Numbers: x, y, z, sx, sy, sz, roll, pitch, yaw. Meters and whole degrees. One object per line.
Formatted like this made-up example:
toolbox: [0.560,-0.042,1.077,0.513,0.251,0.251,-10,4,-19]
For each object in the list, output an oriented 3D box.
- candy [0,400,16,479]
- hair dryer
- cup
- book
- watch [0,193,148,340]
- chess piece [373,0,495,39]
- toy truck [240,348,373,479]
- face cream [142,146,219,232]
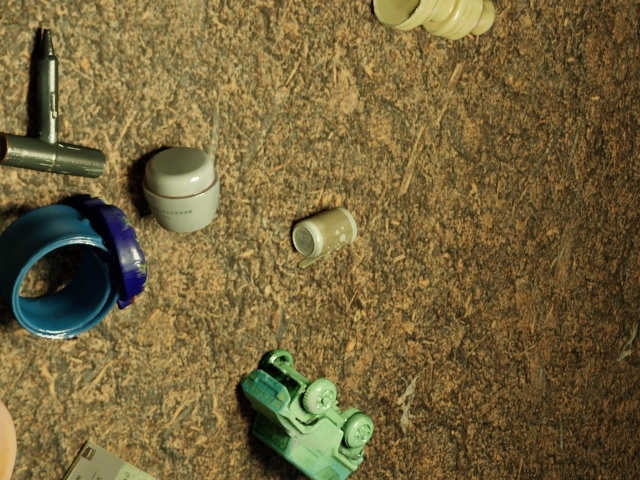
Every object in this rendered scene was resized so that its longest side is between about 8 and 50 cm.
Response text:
candy: [-0.536,0.300,1.568,0.255,0.094,0.255,-19,117,-43]
hair dryer: [-0.365,-0.190,1.629,0.173,0.050,0.195,9,94,-52]
cup: [-0.003,-0.007,2.086,0.099,0.102,0.074,-21,80,-41]
book: [-0.350,0.408,1.876,0.127,0.014,0.182,-60,138,-14]
watch: [-0.356,0.044,1.646,0.200,0.171,0.196,-21,121,-26]
chess piece: [0.231,-0.435,2.162,0.307,0.124,0.139,7,68,-53]
toy truck: [-0.027,0.324,2.104,0.156,0.155,0.279,-53,137,-9]
face cream: [-0.211,-0.078,1.781,0.117,0.117,0.104,-34,135,-36]
